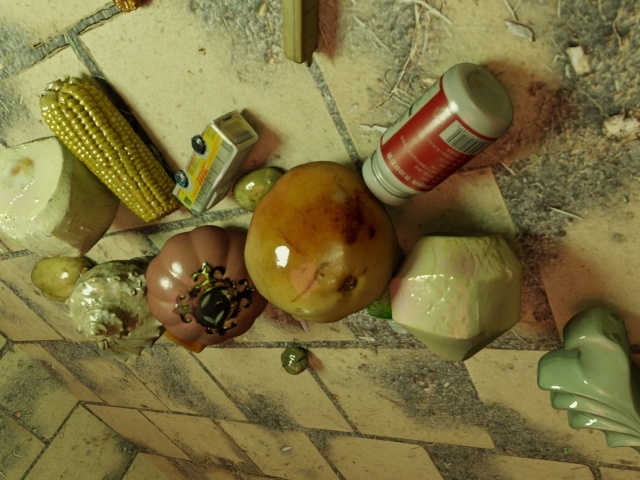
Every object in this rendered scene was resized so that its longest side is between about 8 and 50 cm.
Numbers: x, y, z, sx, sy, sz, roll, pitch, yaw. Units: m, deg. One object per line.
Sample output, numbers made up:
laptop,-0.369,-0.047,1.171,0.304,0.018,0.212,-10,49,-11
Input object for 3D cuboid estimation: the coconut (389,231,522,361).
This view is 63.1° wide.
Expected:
coconut,0.262,0.107,0.993,0.259,0.259,0.259,15,137,15

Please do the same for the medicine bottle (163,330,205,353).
medicine bottle,-0.391,0.231,1.585,0.149,0.112,0.222,28,139,1

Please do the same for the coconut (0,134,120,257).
coconut,-0.636,-0.101,1.262,0.297,0.298,0.254,13,165,17

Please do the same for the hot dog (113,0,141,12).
hot dog,-0.365,-0.475,0.916,0.062,0.038,0.144,-1,129,34

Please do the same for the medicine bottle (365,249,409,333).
medicine bottle,0.159,0.119,1.186,0.131,0.088,0.189,-15,123,38

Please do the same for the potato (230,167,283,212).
potato,-0.135,-0.109,1.132,0.137,0.070,0.092,-15,124,38

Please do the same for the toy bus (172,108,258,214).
toy bus,-0.226,-0.159,1.102,0.106,0.092,0.268,47,137,2

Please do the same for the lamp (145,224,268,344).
lamp,-0.277,0.104,1.298,0.305,0.239,0.306,-6,111,-16

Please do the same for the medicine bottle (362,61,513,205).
medicine bottle,0.182,-0.164,0.856,0.131,0.131,0.250,38,139,-11

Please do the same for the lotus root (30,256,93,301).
lotus root,-0.826,0.123,1.696,0.284,0.146,0.160,-5,147,29

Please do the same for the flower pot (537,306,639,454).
flower pot,0.630,0.300,1.052,0.367,0.165,0.254,25,133,4

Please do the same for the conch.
conch,-0.486,0.172,1.397,0.209,0.352,0.297,8,118,25

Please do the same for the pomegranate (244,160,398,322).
pomegranate,0.000,0.000,1.010,0.318,0.319,0.319,15,137,15

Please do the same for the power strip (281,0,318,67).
power strip,-0.031,-0.407,0.779,0.044,0.064,0.306,22,139,18

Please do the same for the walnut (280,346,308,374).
walnut,-0.078,0.362,1.570,0.092,0.092,0.092,15,137,15

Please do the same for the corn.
corn,-0.461,-0.195,1.177,0.143,0.144,0.387,-15,123,39
